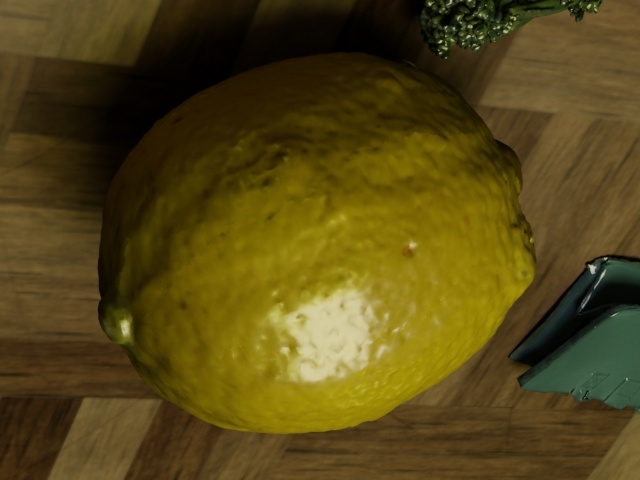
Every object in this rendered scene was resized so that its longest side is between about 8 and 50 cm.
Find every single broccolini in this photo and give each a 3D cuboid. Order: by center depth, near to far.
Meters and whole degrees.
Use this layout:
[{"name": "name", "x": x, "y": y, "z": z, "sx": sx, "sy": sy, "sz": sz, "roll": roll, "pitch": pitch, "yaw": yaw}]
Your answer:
[{"name": "broccolini", "x": 0.252, "y": -0.198, "z": 1.263, "sx": 0.392, "sy": 0.074, "sz": 0.079, "roll": -17, "pitch": 147, "yaw": -3}]

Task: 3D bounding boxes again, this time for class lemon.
[{"name": "lemon", "x": 0.000, "y": 0.000, "z": 1.245, "sx": 0.320, "sy": 0.245, "sz": 0.245, "roll": -22, "pitch": 142, "yaw": -22}]

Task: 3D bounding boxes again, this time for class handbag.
[{"name": "handbag", "x": 0.284, "y": 0.093, "z": 1.620, "sx": 0.221, "sy": 0.057, "sz": 0.144, "roll": 12, "pitch": 134, "yaw": -34}]
